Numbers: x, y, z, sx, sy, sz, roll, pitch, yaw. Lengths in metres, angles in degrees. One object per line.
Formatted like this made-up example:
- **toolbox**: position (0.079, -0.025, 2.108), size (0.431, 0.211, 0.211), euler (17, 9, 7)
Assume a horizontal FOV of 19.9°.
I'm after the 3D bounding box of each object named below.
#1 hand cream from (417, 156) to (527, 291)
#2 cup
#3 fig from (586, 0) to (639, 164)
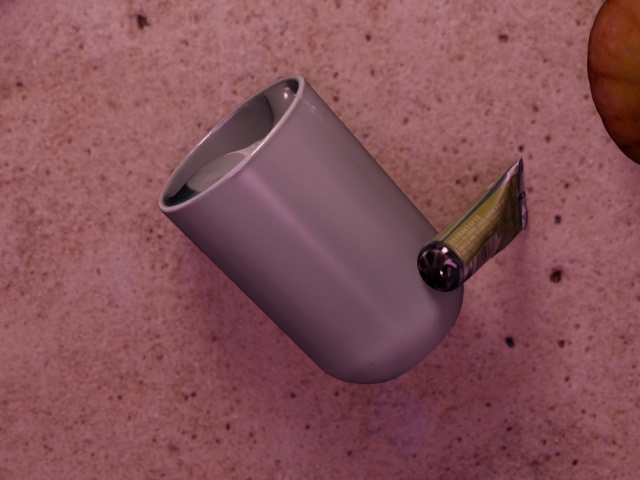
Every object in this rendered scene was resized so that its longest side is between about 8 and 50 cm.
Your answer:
- **hand cream**: position (0.169, -0.008, 1.948), size (0.055, 0.235, 0.086), euler (9, 118, 27)
- **cup**: position (0.000, 0.000, 1.957), size (0.205, 0.205, 0.312), euler (-37, 108, 16)
- **fig**: position (0.392, -0.175, 1.881), size (0.235, 0.214, 0.235), euler (-12, 120, -21)
